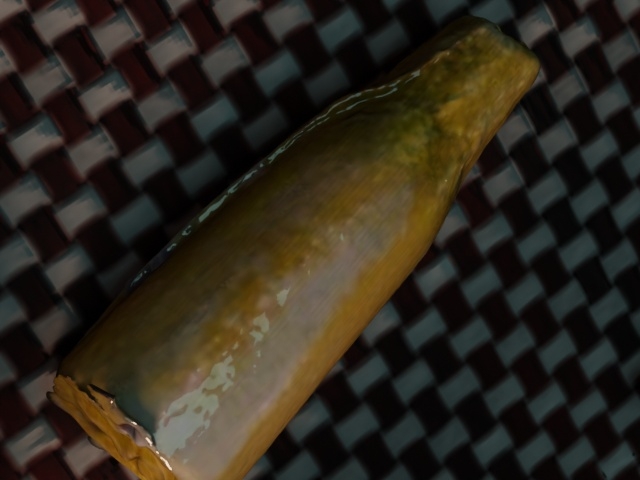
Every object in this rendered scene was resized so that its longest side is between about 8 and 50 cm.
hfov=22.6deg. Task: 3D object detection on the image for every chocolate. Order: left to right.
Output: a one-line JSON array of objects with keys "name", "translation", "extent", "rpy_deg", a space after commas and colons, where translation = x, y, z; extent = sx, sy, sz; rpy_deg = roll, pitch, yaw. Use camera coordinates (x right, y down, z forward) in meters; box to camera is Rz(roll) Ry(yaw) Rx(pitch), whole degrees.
[{"name": "chocolate", "translation": [0.000, 0.000, 0.597], "extent": [0.219, 0.086, 0.085], "rpy_deg": [-46, 113, -17]}]
